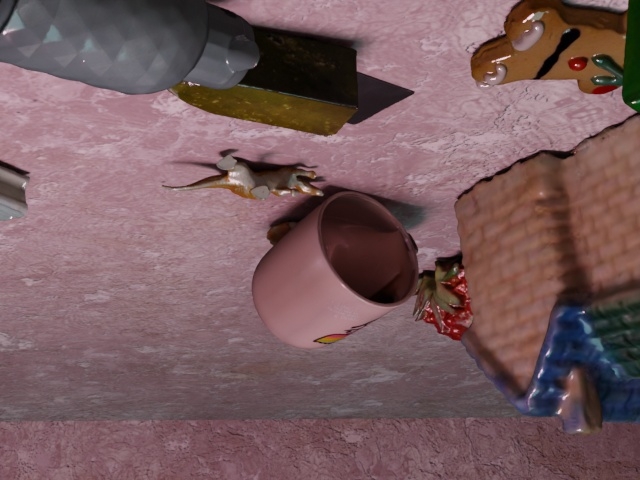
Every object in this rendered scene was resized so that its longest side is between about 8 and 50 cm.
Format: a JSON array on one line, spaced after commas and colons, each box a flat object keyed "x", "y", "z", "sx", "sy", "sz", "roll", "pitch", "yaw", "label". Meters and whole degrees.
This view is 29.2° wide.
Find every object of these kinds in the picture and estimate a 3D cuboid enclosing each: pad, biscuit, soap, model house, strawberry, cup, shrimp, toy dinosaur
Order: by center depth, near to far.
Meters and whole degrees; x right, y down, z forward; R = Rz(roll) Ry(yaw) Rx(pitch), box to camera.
[{"x": 0.337, "y": -0.218, "z": 1.416, "sx": 0.301, "sy": 0.049, "sz": 0.197, "roll": 0, "pitch": 162, "yaw": -15, "label": "biscuit"}, {"x": 0.011, "y": -0.184, "z": 1.513, "sx": 0.193, "sy": 0.004, "sz": 0.116, "roll": 12, "pitch": 156, "yaw": -40, "label": "pad"}, {"x": -0.493, "y": -0.077, "z": 1.633, "sx": 0.114, "sy": 0.063, "sz": 0.198, "roll": -12, "pitch": 159, "yaw": 27, "label": "soap"}, {"x": -0.104, "y": -0.086, "z": 1.725, "sx": 0.212, "sy": 0.057, "sz": 0.142, "roll": 7, "pitch": -179, "yaw": 5, "label": "toy dinosaur"}, {"x": 0.475, "y": 0.078, "z": 1.765, "sx": 0.395, "sy": 0.400, "sz": 0.445, "roll": 12, "pitch": 155, "yaw": -32, "label": "model house"}, {"x": 0.034, "y": 0.049, "z": 1.886, "sx": 0.253, "sy": 0.191, "sz": 0.200, "roll": -16, "pitch": 165, "yaw": -46, "label": "cup"}, {"x": 0.000, "y": 0.000, "z": 1.977, "sx": 0.184, "sy": 0.043, "sz": 0.091, "roll": 10, "pitch": 153, "yaw": -32, "label": "shrimp"}, {"x": 0.328, "y": 0.125, "z": 2.217, "sx": 0.306, "sy": 0.138, "sz": 0.233, "roll": 14, "pitch": 151, "yaw": -18, "label": "strawberry"}]

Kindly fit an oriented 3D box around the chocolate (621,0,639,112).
[{"x": 0.534, "y": -0.207, "z": 1.255, "sx": 0.341, "sy": 0.161, "sz": 0.360, "roll": -27, "pitch": 148, "yaw": 38, "label": "chocolate"}]

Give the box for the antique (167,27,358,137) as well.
[{"x": -0.071, "y": -0.183, "z": 1.376, "sx": 0.221, "sy": 0.080, "sz": 0.081, "roll": 7, "pitch": 156, "yaw": -22, "label": "antique"}]

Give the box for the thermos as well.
[{"x": -0.204, "y": -0.216, "z": 1.190, "sx": 0.286, "sy": 0.145, "sz": 0.182, "roll": 13, "pitch": -175, "yaw": -42, "label": "thermos"}]
